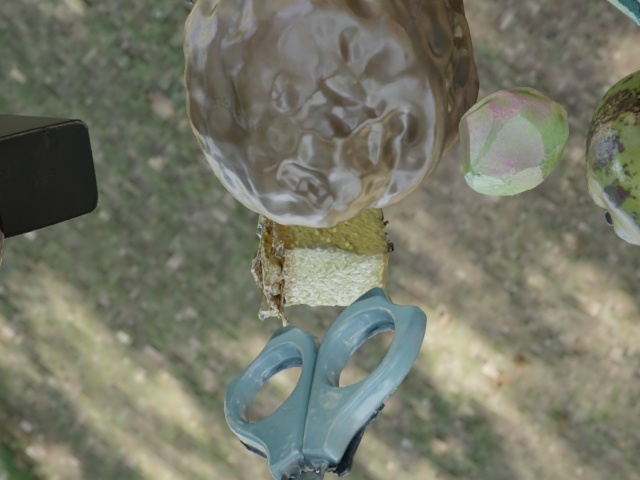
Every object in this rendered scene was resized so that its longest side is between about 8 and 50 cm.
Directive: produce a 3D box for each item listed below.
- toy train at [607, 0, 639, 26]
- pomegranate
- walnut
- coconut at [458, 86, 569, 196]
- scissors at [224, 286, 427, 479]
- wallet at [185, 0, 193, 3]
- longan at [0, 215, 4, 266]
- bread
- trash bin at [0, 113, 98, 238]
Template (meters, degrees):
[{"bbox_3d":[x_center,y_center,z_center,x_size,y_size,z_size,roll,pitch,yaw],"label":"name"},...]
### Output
[{"bbox_3d":[0.318,-0.321,1.920,0.298,0.120,0.194,47,161,38],"label":"toy train"},{"bbox_3d":[0.417,-0.097,2.015,0.222,0.204,0.276,43,162,-5],"label":"pomegranate"},{"bbox_3d":[0.013,-0.142,1.530,0.227,0.273,0.273,4,138,21],"label":"walnut"},{"bbox_3d":[0.144,-0.077,1.337,0.082,0.081,0.083,-3,149,8],"label":"coconut"},{"bbox_3d":[-0.013,0.181,1.303,0.191,0.360,0.029,-24,127,29],"label":"scissors"},{"bbox_3d":[-0.166,-0.460,1.998,0.046,0.379,0.191,-2,139,-18],"label":"wallet"},{"bbox_3d":[-0.332,-0.007,1.462,0.159,0.185,0.204,33,131,-24],"label":"longan"},{"bbox_3d":[0.000,0.000,1.896,0.147,0.152,0.127,0,147,-6],"label":"bread"},{"bbox_3d":[-0.345,-0.058,1.709,0.225,0.165,0.115,3,104,37],"label":"trash bin"}]
